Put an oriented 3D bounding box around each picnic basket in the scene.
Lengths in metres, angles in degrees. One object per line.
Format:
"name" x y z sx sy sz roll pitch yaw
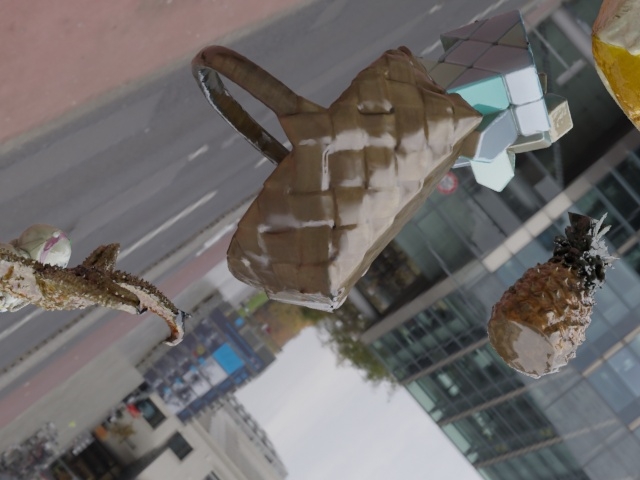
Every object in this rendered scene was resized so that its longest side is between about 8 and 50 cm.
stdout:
"picnic basket" -0.024 -0.111 0.922 0.337 0.337 0.293 -41 173 -5

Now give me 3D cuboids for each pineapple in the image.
"pineapple" 0.424 0.073 1.336 0.340 0.169 0.169 -45 -179 -32

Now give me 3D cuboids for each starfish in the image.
"starfish" -0.316 0.063 1.007 0.312 0.303 0.113 -145 -115 -83

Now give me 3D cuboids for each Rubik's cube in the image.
"Rubik's cube" 0.266 -0.203 1.203 0.224 0.213 0.265 -13 -141 19

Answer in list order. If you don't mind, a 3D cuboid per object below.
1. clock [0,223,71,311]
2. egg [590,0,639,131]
"clock" -0.516 0.045 1.325 0.144 0.103 0.231 -41 -179 37
"egg" 0.425 -0.234 0.834 0.337 0.337 0.201 -41 -148 -12
